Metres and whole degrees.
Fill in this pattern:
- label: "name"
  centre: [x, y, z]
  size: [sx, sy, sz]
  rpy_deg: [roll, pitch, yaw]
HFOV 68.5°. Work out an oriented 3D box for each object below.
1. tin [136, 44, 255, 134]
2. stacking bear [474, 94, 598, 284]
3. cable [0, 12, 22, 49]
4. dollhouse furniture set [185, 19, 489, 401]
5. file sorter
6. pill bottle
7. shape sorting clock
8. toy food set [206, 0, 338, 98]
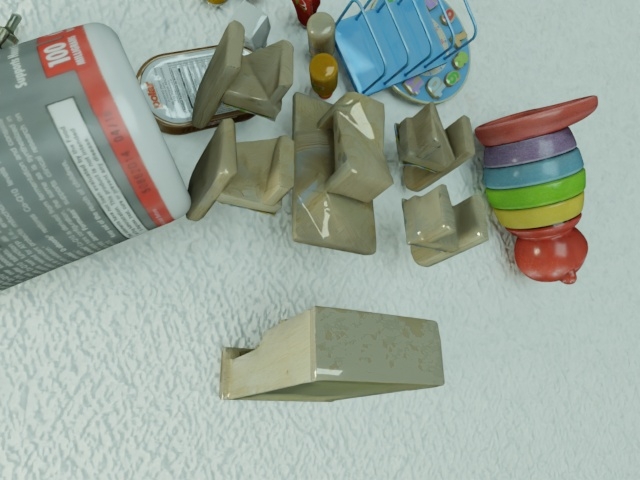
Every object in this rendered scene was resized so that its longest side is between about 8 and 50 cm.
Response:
- label: "tin"
  centre: [-0.161, -0.213, 0.652]
  size: [0.190, 0.040, 0.106]
  rpy_deg: [-20, 90, -21]
- label: "stacking bear"
  centre: [0.368, -0.069, 0.788]
  size: [0.164, 0.175, 0.288]
  rpy_deg: [-21, 102, -23]
- label: "cable"
  centre: [-0.426, -0.140, 0.551]
  size: [0.139, 0.072, 0.287]
  rpy_deg: [40, 86, -32]
- label: "dollhouse furniture set"
  centre: [0.000, 0.000, 0.628]
  size: [0.362, 0.256, 0.393]
  rpy_deg: [11, 64, -27]
- label: "file sorter"
  centre: [0.121, -0.306, 0.689]
  size: [0.170, 0.104, 0.118]
  rpy_deg: [-27, 96, -15]
- label: "pill bottle"
  centre: [-0.335, -0.054, 0.457]
  size: [0.363, 0.210, 0.210]
  rpy_deg: [-24, 96, -12]
- label: "shape sorting clock"
  centre: [0.169, -0.328, 0.781]
  size: [0.206, 0.040, 0.206]
  rpy_deg: [1, 87, -21]
- label: "toy food set"
  centre: [-0.057, -0.312, 0.682]
  size: [0.232, 0.104, 0.111]
  rpy_deg: [34, 89, 2]
